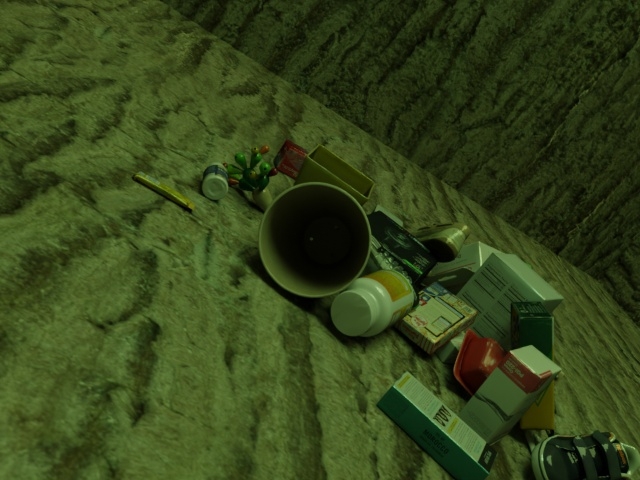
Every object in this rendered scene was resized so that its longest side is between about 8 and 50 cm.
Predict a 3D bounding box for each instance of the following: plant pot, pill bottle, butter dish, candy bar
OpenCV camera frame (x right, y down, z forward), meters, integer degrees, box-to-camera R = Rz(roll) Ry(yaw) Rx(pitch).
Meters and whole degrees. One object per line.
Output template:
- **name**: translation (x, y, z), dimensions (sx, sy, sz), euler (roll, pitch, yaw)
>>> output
- **plant pot**: translation (0.015, -0.136, 1.877), dimensions (0.212, 0.187, 0.212), euler (35, 21, -2)
- **plant pot**: translation (0.000, 0.000, 1.532), dimensions (0.256, 0.257, 0.274), euler (37, 3, 5)
- **pill bottle**: translation (-0.273, -0.159, 1.645), dimensions (0.067, 0.067, 0.120), euler (27, 22, -21)
- **pill bottle**: translation (0.120, 0.149, 1.486), dimensions (0.136, 0.136, 0.245), euler (42, 21, 17)
- **butter dish**: translation (0.421, 0.308, 1.539), dimensions (0.160, 0.118, 0.160), euler (48, 46, -17)
- **candy bar**: translation (-0.365, -0.117, 1.479), dimensions (0.161, 0.018, 0.040), euler (30, 18, -14)

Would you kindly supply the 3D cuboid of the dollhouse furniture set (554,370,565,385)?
- **dollhouse furniture set**: translation (0.617, 0.370, 1.778), dimensions (0.123, 0.144, 0.151), euler (43, -15, 18)

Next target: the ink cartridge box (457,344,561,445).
- **ink cartridge box**: translation (0.415, 0.346, 1.402), dimensions (0.092, 0.218, 0.158), euler (42, 20, 30)

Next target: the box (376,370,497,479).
- **box**: translation (0.236, 0.380, 1.272), dimensions (0.244, 0.060, 0.100), euler (41, 21, 15)

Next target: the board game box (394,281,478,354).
- **board game box**: translation (0.293, 0.197, 1.643), dimensions (0.193, 0.045, 0.146), euler (-25, 49, -37)

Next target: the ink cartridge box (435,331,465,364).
- **ink cartridge box**: translation (0.345, 0.272, 1.678), dimensions (0.104, 0.062, 0.181), euler (16, 27, -38)

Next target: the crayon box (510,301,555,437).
- **crayon box**: translation (0.526, 0.329, 1.572), dimensions (0.083, 0.323, 0.203), euler (-2, 4, 11)

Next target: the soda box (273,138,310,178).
- **soda box**: translation (-0.026, -0.240, 2.176), dimensions (0.263, 0.092, 0.083), euler (26, 24, -25)

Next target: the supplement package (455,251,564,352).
- **supplement package**: translation (0.518, 0.198, 1.825), dimensions (0.198, 0.263, 0.199), euler (47, 23, 28)

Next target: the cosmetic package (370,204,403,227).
- **cosmetic package**: translation (0.201, -0.032, 2.090), dimensions (0.117, 0.086, 0.231), euler (34, 19, -2)

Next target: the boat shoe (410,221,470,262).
- **boat shoe**: translation (0.355, 0.008, 2.000), dimensions (0.122, 0.110, 0.341), euler (49, -18, -13)

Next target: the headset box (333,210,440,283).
- **headset box**: translation (0.185, 0.048, 1.820), dimensions (0.246, 0.131, 0.283), euler (40, 21, 13)

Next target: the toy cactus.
- **toy cactus**: translation (-0.179, -0.164, 1.728), dimensions (0.112, 0.218, 0.181), euler (-44, 113, -38)

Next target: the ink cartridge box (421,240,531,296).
- **ink cartridge box**: translation (0.505, 0.108, 2.057), dimensions (0.353, 0.207, 0.119), euler (21, 62, -35)

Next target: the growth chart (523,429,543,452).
- **growth chart**: translation (0.593, 0.545, 1.530), dimensions (0.237, 0.021, 0.172), euler (26, 23, -22)

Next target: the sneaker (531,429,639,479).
- **sneaker**: translation (0.608, 0.495, 1.428), dimensions (0.321, 0.127, 0.126), euler (10, 60, -40)

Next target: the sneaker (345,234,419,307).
- **sneaker**: translation (0.149, 0.106, 1.653), dimensions (0.229, 0.132, 0.086), euler (53, 23, 12)
